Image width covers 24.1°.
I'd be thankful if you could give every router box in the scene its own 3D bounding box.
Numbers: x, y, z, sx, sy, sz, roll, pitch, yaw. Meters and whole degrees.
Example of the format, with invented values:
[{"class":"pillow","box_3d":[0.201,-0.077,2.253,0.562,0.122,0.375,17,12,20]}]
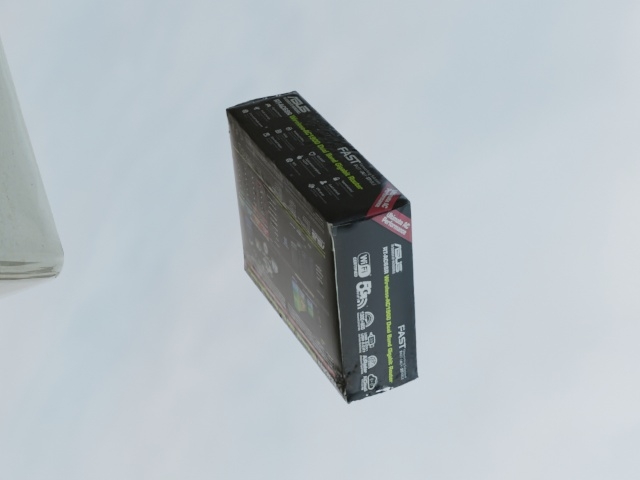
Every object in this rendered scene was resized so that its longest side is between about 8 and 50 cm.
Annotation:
[{"class":"router box","box_3d":[0.000,0.000,0.670,0.122,0.038,0.092,-130,-150,-51]}]

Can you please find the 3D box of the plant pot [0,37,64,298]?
[{"class":"plant pot","box_3d":[-0.151,-0.023,0.399,0.109,0.096,0.109,-19,-94,28]}]
